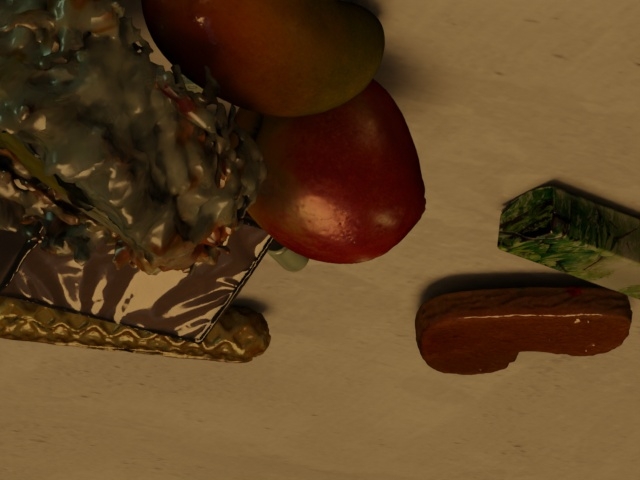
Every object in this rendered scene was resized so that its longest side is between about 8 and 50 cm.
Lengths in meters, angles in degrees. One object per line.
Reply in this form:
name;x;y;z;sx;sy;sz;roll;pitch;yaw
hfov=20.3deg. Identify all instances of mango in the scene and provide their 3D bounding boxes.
mango;-0.050;-0.182;1.543;0.129;0.146;0.289;-11;154;34

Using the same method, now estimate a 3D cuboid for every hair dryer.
hair dryer;0.000;0.000;2.085;0.124;0.038;0.063;-13;154;16

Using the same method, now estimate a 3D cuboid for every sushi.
sushi;-0.232;-0.114;1.473;0.417;0.176;0.417;32;162;12

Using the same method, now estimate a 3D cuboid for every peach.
peach;0.010;-0.075;1.725;0.192;0.190;0.190;27;147;-31

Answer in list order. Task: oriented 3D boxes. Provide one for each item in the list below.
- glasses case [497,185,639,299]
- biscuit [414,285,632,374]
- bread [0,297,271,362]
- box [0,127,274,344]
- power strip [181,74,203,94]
glasses case;0.335;0.010;2.033;0.272;0.062;0.095;19;157;-31
biscuit;0.258;0.112;2.280;0.277;0.052;0.262;-3;160;10
bread;-0.245;0.106;2.283;0.368;0.077;0.084;5;154;-8
box;-0.197;-0.026;1.826;0.252;0.153;0.188;18;125;-30
power strip;-0.119;-0.166;1.742;0.040;0.016;0.090;0;155;5
